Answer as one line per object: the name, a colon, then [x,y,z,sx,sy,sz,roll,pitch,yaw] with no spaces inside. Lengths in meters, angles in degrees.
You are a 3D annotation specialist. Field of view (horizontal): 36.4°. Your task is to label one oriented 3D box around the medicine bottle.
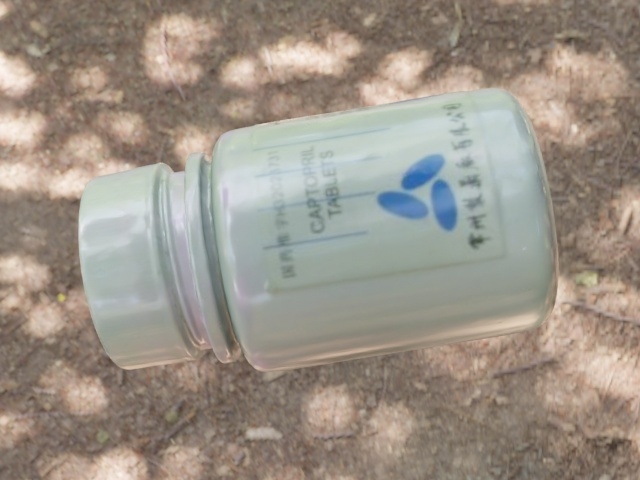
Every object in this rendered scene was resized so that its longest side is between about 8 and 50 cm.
medicine bottle: [0.000,0.000,0.661,0.293,0.170,0.170,-10,51,3]
